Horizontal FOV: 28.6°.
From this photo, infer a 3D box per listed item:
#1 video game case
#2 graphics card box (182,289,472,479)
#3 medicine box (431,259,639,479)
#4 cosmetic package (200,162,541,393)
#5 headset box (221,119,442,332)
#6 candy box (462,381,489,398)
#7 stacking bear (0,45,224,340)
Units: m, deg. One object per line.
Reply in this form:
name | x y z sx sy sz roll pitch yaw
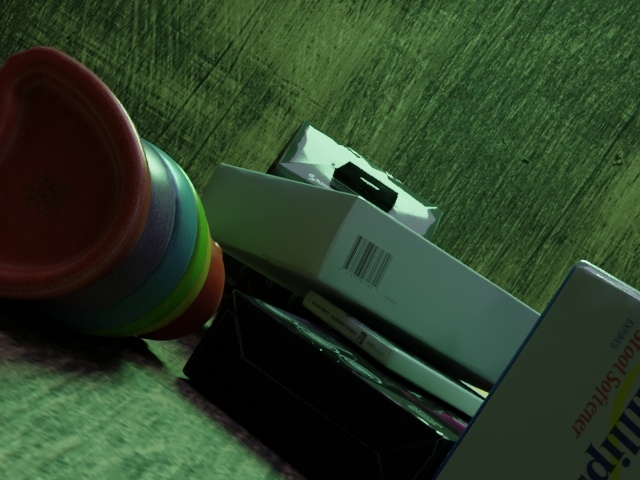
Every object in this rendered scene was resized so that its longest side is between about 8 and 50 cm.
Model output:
video game case | 0.090 0.122 1.217 0.190 0.022 0.173 33 -1 -32
graphics card box | 0.055 0.168 1.162 0.233 0.094 0.371 34 2 26
medicine box | 0.225 0.184 1.033 0.149 0.263 0.289 34 1 25
cosmetic package | 0.076 0.055 1.360 0.377 0.097 0.284 32 -10 -33
headset box | 0.000 0.000 1.624 0.218 0.293 0.110 34 44 -7
candy box | 0.240 0.269 1.867 0.206 0.105 0.027 33 45 2
stacking bear | -0.159 0.003 0.977 0.164 0.175 0.289 32 -6 20
